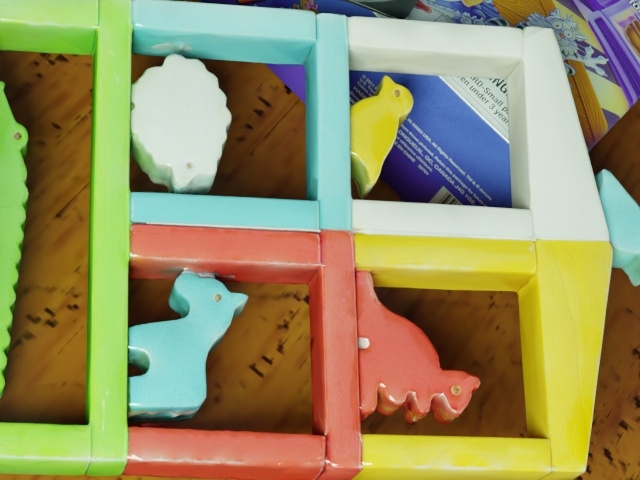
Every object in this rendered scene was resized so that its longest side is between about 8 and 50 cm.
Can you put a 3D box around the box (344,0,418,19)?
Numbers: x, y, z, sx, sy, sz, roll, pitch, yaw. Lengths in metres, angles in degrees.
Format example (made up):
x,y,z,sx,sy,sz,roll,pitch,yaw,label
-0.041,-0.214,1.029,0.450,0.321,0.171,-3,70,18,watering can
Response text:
x,y,z,sx,sy,sz,roll,pitch,yaw,label
0.011,-0.259,0.730,0.143,0.165,0.270,17,54,-16,box

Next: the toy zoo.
x,y,z,sx,sy,sz,roll,pitch,yaw,label
0.000,0.000,0.689,0.293,0.030,0.192,3,71,-11,toy zoo

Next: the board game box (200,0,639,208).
x,y,z,sx,sy,sz,roll,pitch,yaw,label
0.029,-0.185,0.851,0.347,0.078,0.233,44,51,4,board game box
